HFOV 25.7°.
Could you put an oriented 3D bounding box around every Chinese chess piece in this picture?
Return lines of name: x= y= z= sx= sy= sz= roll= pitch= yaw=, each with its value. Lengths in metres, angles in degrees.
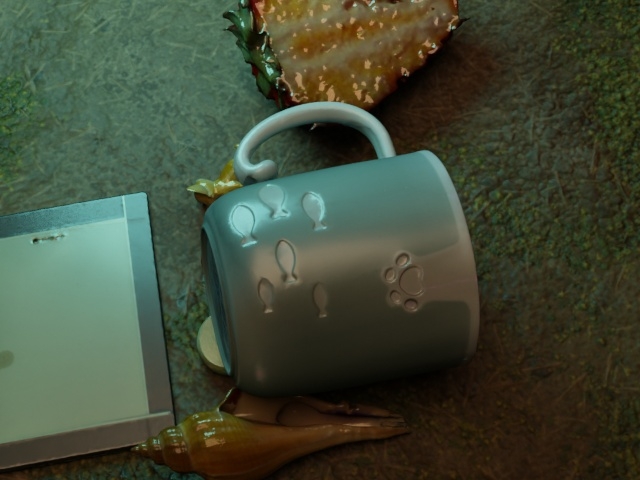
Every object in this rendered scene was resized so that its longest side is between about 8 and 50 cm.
Chinese chess piece: x=-0.110 y=0.125 z=1.721 sx=0.084 sy=0.034 sz=0.084 roll=-1 pitch=66 yaw=1

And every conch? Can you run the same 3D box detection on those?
conch: x=-0.057 y=0.233 z=1.645 sx=0.330 sy=0.093 sz=0.109 roll=0 pitch=44 yaw=-19

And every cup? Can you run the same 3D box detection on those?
cup: x=0.000 y=0.000 z=1.625 sx=0.274 sy=0.259 sz=0.357 roll=-11 pitch=66 yaw=-11

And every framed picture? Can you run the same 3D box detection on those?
framed picture: x=-0.325 y=0.110 z=1.752 sx=0.265 sy=0.016 sz=0.347 roll=-11 pitch=65 yaw=-1

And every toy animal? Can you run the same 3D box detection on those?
toy animal: x=-0.131 y=-0.080 z=1.809 sx=0.083 sy=0.060 sz=0.081 roll=-6 pitch=104 yaw=0

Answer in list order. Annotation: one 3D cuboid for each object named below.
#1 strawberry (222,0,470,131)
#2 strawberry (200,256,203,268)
strawberry: x=0.014 y=-0.284 z=1.853 sx=0.280 sy=0.150 sz=0.253 roll=-41 pitch=89 yaw=-17
strawberry: x=-0.102 y=0.017 z=1.749 sx=0.096 sy=0.083 sz=0.083 roll=-22 pitch=65 yaw=-2
